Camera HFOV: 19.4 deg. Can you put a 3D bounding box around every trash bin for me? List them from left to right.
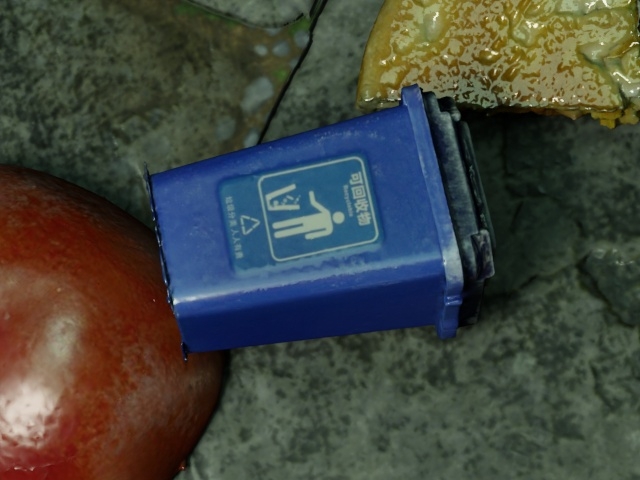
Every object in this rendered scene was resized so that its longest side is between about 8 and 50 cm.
[{"bbox_3d":[0.000,0.000,1.360,0.235,0.184,0.162,-11,70,-3],"label":"trash bin"}]

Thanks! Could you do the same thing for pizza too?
[{"bbox_3d":[0.174,-0.165,1.450,0.229,0.081,0.289,41,87,17],"label":"pizza"}]

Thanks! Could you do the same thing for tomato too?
[{"bbox_3d":[-0.250,0.086,1.420,0.338,0.143,0.338,-4,71,12],"label":"tomato"}]
